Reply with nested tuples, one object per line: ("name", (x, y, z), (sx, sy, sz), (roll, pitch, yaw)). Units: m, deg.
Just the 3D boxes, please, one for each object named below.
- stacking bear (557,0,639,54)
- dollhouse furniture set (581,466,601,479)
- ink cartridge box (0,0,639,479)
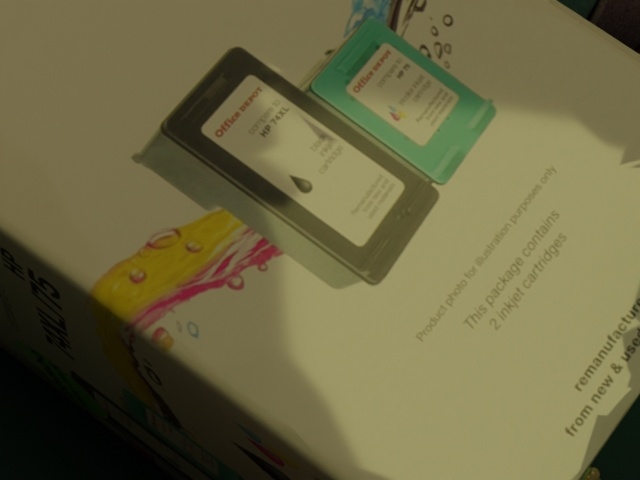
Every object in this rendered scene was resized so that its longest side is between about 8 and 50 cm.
("stacking bear", (0.081, -0.196, 0.898), (0.289, 0.175, 0.164), (16, 49, -5))
("dollhouse furniture set", (0.089, 0.128, 0.787), (0.151, 0.059, 0.076), (51, 44, -15))
("ink cartridge box", (0.000, 0.000, 0.659), (0.270, 0.198, 0.197), (35, 71, 11))
